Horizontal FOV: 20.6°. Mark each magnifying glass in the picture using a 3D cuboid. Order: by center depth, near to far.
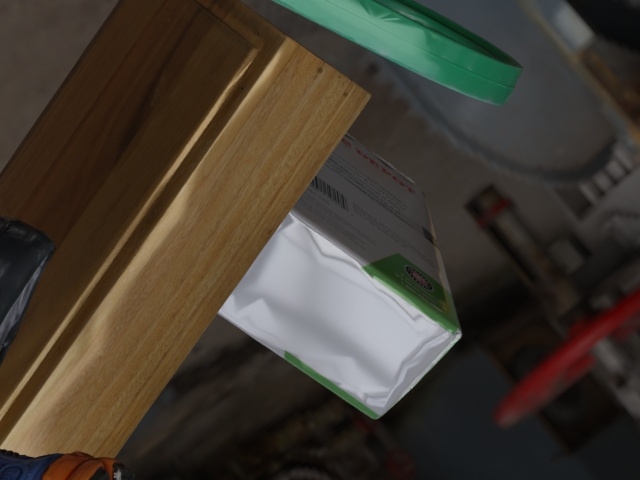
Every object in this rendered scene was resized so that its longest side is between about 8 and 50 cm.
[{"bbox_3d":[-0.012,-0.106,0.724,0.231,0.092,0.026,21,105,-32],"label":"magnifying glass"}]

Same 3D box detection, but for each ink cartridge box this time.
[{"bbox_3d":[0.000,0.000,1.222,0.092,0.160,0.219,-48,-161,17],"label":"ink cartridge box"}]

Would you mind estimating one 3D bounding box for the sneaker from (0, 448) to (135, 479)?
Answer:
[{"bbox_3d":[-0.117,0.149,0.628,0.083,0.087,0.221,-56,161,-53],"label":"sneaker"}]

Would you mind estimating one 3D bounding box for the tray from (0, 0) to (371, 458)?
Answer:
[{"bbox_3d":[-0.156,0.033,1.043,0.076,0.203,0.411,33,95,-35],"label":"tray"}]

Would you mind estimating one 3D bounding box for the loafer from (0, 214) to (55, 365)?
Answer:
[{"bbox_3d":[-0.134,0.093,0.516,0.076,0.078,0.223,119,-16,-84],"label":"loafer"}]
